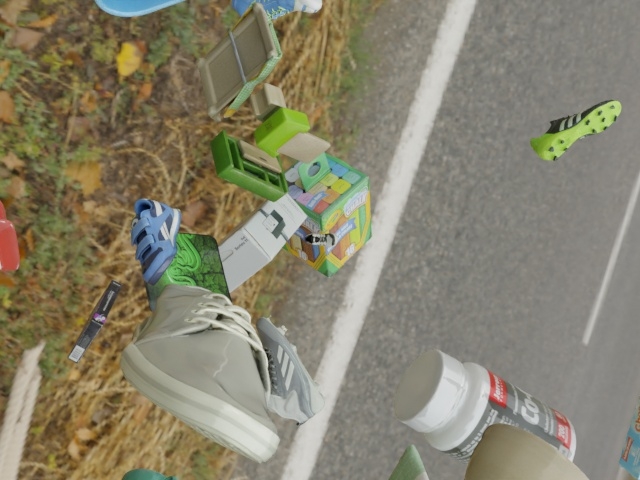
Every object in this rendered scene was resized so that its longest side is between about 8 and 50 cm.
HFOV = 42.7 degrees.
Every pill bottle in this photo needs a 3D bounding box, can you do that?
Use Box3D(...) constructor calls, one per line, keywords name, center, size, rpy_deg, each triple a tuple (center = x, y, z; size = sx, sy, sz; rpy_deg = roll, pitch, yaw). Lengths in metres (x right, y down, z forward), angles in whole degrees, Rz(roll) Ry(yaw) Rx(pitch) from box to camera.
Box3D(name="pill bottle", center=(0.280, 0.310, 1.404), size=(0.283, 0.161, 0.161), rpy_deg=(31, 74, -15))

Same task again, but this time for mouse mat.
Box3D(name="mouse mat", center=(-0.236, 0.055, 1.422), size=(0.153, 0.189, 0.007), rpy_deg=(5, 135, -29))

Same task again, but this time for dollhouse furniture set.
Box3D(name="dollhouse furniture set", center=(-0.103, -0.262, 1.546), size=(0.151, 0.197, 0.301), rpy_deg=(20, 44, -45))

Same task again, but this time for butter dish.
Box3D(name="butter dish", center=(-0.568, -0.029, 1.320), size=(0.160, 0.160, 0.118), rpy_deg=(113, -25, -55))

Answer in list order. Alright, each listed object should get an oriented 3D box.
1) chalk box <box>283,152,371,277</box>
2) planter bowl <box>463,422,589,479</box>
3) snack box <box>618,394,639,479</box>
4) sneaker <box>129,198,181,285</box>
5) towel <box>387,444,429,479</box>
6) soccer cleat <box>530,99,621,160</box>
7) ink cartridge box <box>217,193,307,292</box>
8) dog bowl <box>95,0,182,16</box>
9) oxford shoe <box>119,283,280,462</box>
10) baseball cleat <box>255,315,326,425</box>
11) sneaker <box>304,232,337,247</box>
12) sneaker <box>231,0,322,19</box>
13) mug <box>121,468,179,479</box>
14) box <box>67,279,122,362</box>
Box3D(name="chalk box", center=(0.003, -0.090, 1.999), size=(0.180, 0.179, 0.289), rpy_deg=(-43, 148, -26))
Box3D(name="planter bowl", center=(0.233, 0.313, 0.968), size=(0.109, 0.162, 0.162), rpy_deg=(-45, 140, -24))
Box3D(name="snack box", center=(0.590, 0.216, 1.246), size=(0.187, 0.060, 0.322), rpy_deg=(9, 102, -16))
Box3D(name="sneaker", center=(-0.213, 0.000, 1.026), size=(0.059, 0.144, 0.053), rpy_deg=(33, 116, -27))
Box3D(name="towel", center=(0.152, 0.506, 1.193), size=(0.038, 0.325, 0.248), rpy_deg=(4, 127, -23))
Box3D(name="soccer cleat", center=(0.474, -0.215, 1.528), size=(0.179, 0.072, 0.060), rpy_deg=(-32, 129, -1))
Box3D(name="ink cartridge box", center=(-0.135, 0.002, 1.628), size=(0.087, 0.153, 0.208), rpy_deg=(48, 31, -7))
Box3D(name="dog bowl", center=(-0.253, -0.463, 1.358), size=(0.166, 0.297, 0.074), rpy_deg=(67, 3, -72))
Box3D(name="oxford shoe", center=(-0.130, 0.127, 0.930), size=(0.169, 0.449, 0.130), rpy_deg=(39, 84, -15))
Box3D(name="baseball cleat", center=(-0.075, 0.242, 1.484), size=(0.109, 0.072, 0.206), rpy_deg=(-36, 93, -19))
Box3D(name="sneaker", center=(0.000, 0.000, 1.727), size=(0.037, 0.083, 0.032), rpy_deg=(-4, 92, -41))
Box3D(name="sneaker", center=(-0.107, -0.532, 1.859), size=(0.091, 0.240, 0.126), rpy_deg=(-22, 135, -53))
Box3D(name="mug", center=(-0.398, 0.585, 1.839), size=(0.097, 0.129, 0.157), rpy_deg=(-76, -171, -53))
Box3D(name="box", center=(-0.472, 0.167, 1.717), size=(0.116, 0.029, 0.162), rpy_deg=(-53, -167, 24))
